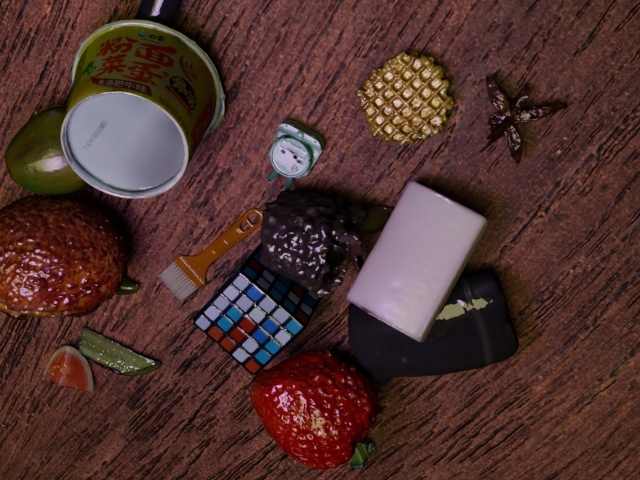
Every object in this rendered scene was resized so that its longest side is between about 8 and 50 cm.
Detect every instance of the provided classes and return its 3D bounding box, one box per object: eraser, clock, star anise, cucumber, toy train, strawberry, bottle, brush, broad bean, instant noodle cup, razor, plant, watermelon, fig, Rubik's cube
[{"bbox_3d":[0.187,0.039,1.531,0.174,0.095,0.270,29,93,17],"label":"eraser"},{"bbox_3d":[-0.058,-0.170,1.598,0.101,0.041,0.135,27,116,3],"label":"clock"},{"bbox_3d":[0.345,-0.215,1.418,0.158,0.144,0.140,29,108,3],"label":"star anise"},{"bbox_3d":[-0.496,0.286,1.901,0.220,0.070,0.046,23,146,7],"label":"cucumber"},{"bbox_3d":[0.085,0.466,1.805,0.050,0.081,0.122,-12,108,26],"label":"toy train"},{"bbox_3d":[-0.026,0.351,1.674,0.277,0.257,0.257,29,118,-17],"label":"strawberry"},{"bbox_3d":[-0.328,-0.434,1.543,0.082,0.072,0.244,7,124,-34],"label":"bottle"},{"bbox_3d":[-0.237,0.026,1.745,0.314,0.017,0.090,-38,98,24],"label":"brush"},{"bbox_3d":[-0.527,0.120,1.851,0.227,0.039,0.069,-18,100,22],"label":"broad bean"},{"bbox_3d":[-0.348,-0.235,1.503,0.311,0.221,0.311,1,131,1],"label":"instant noodle cup"},{"bbox_3d":[0.228,0.186,1.630,0.349,0.113,0.204,-16,110,21],"label":"razor"},{"bbox_3d":[0.000,0.000,1.577,0.234,0.204,0.178,16,123,13],"label":"plant"},{"bbox_3d":[-0.616,0.334,1.935,0.135,0.094,0.125,41,108,-9],"label":"watermelon"},{"bbox_3d":[-0.564,-0.182,1.650,0.191,0.181,0.181,-24,109,-21],"label":"fig"},{"bbox_3d":[-0.127,0.139,1.669,0.182,0.184,0.187,42,118,-5],"label":"Rubik's cube"}]

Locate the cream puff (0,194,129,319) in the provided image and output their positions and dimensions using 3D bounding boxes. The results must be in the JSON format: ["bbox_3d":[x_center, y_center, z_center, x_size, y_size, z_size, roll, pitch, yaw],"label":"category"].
[{"bbox_3d":[-0.571,0.021,1.654,0.351,0.350,0.228,14,123,10],"label":"cream puff"}]

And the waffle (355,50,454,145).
[{"bbox_3d":[0.164,-0.267,1.499,0.191,0.038,0.191,6,113,14],"label":"waffle"}]
